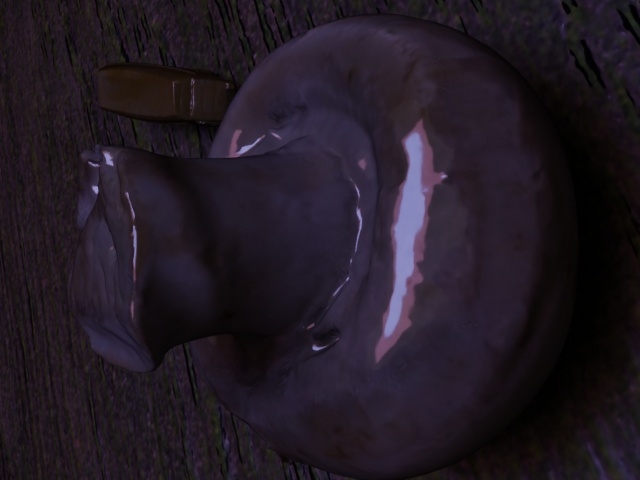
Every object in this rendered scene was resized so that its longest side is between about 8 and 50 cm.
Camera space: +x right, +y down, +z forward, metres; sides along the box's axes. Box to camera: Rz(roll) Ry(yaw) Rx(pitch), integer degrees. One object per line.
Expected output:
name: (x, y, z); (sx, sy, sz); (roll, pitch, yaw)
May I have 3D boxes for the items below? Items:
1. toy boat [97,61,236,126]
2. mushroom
toy boat: (-0.149, -0.145, 0.935); (0.200, 0.077, 0.057); (15, 107, 45)
mushroom: (0.000, 0.000, 0.582); (0.297, 0.290, 0.298); (-9, 78, 47)
